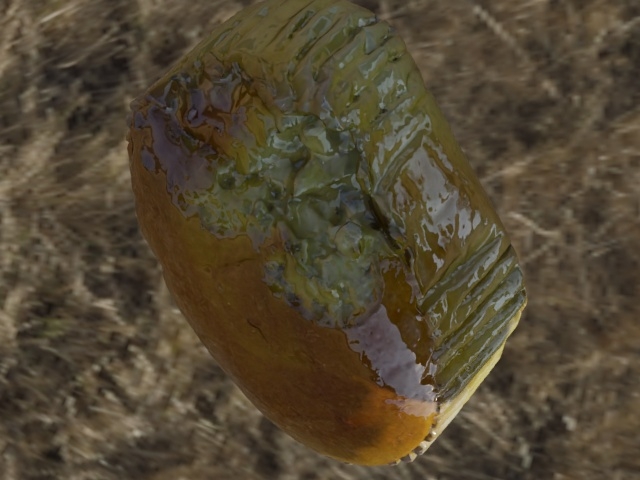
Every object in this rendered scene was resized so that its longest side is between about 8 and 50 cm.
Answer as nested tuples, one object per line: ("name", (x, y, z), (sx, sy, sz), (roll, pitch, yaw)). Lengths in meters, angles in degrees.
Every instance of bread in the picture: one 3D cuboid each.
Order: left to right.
("bread", (0.000, 0.000, 0.986), (0.133, 0.179, 0.250), (-43, 123, -38))
